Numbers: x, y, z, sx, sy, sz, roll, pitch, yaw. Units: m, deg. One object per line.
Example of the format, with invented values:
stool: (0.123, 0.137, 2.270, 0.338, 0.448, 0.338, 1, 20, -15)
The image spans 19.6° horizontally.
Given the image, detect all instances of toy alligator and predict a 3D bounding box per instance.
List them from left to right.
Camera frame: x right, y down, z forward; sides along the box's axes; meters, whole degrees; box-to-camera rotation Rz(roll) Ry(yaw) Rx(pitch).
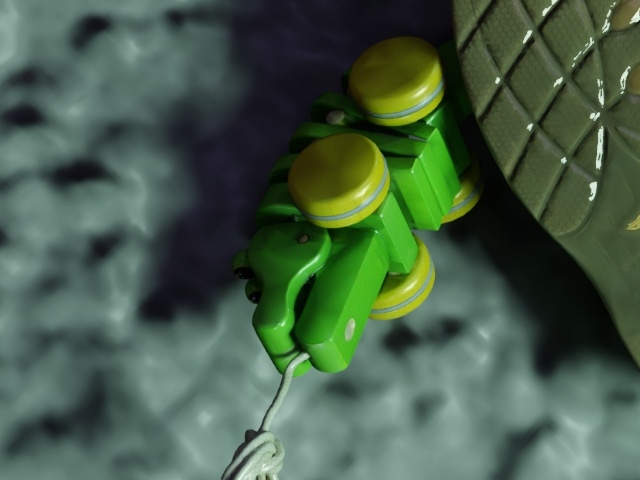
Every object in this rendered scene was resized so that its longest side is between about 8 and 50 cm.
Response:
toy alligator: (0.000, 0.000, 0.545, 0.051, 0.056, 0.189, 12, 57, 32)

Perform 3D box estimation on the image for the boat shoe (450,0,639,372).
boat shoe: (0.090, -0.024, 0.558, 0.064, 0.060, 0.178, -28, 99, 9)
